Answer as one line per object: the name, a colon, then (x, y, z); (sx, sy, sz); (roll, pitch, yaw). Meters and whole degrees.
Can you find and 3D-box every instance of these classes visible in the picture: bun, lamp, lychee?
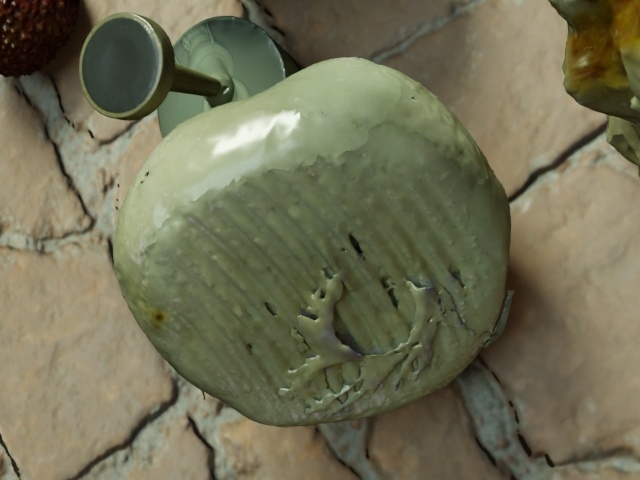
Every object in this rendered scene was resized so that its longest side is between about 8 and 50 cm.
bun: (-0.002, 0.005, 0.856); (0.273, 0.273, 0.168); (-53, 25, 17)
lamp: (-0.085, -0.110, 0.914); (0.121, 0.214, 0.121); (-1, 89, 29)
lychee: (-0.272, -0.209, 1.079); (0.123, 0.123, 0.129); (4, 89, 30)

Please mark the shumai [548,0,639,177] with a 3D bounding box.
shumai: (0.268, -0.114, 0.691); (0.267, 0.262, 0.314); (-14, 82, 29)
